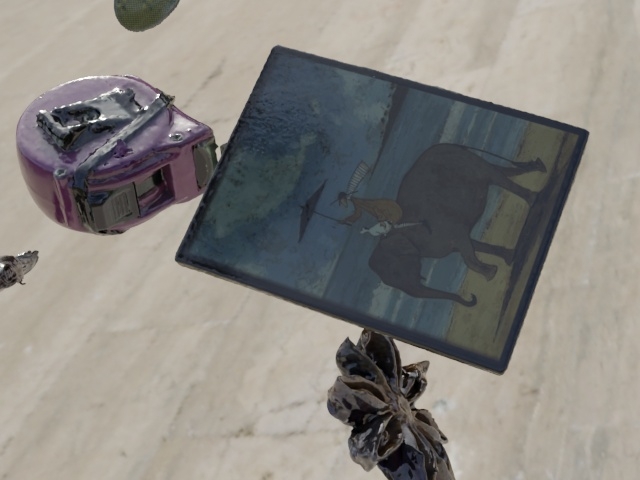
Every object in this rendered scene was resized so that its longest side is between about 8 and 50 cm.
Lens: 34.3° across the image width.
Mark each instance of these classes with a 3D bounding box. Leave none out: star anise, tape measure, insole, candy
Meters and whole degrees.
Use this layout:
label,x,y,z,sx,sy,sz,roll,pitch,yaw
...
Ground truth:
label,x,y,z,sx,sy,sz,roll,pitch,yaw
star anise,0.078,0.204,1.120,0.081,0.230,0.262,-27,53,18
tape measure,-0.280,-0.126,1.397,0.245,0.149,0.231,-33,55,-26
insole,-0.210,-0.420,1.506,0.322,0.109,0.007,-39,0,36
candy,-0.428,0.049,1.336,0.094,0.051,0.226,-24,3,12

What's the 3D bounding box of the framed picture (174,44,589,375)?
label,x,y,z,sx,sy,sz,roll,pitch,yaw
framed picture,0.058,-0.042,1.020,0.347,0.016,0.265,19,74,17
